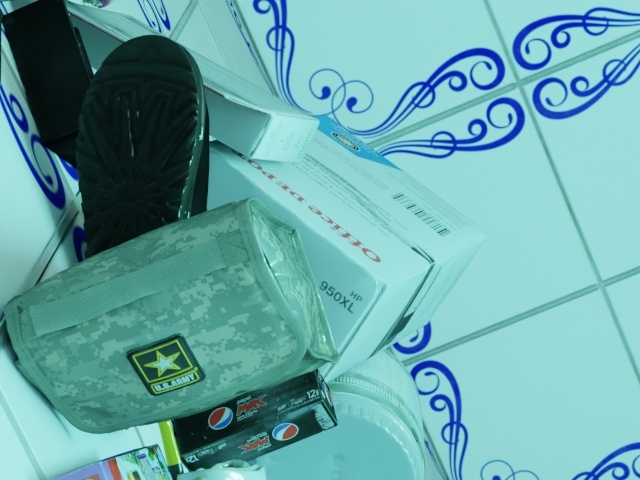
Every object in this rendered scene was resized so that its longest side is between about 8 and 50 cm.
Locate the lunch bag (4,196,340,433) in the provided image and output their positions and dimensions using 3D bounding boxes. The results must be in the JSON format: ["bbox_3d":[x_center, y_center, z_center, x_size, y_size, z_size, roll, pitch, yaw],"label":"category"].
[{"bbox_3d":[-0.129,0.070,1.602,0.287,0.235,0.169,37,35,-76],"label":"lunch bag"}]

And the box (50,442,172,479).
[{"bbox_3d":[-0.134,0.324,1.517,0.201,0.057,0.293,19,50,-81],"label":"box"}]

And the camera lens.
[{"bbox_3d":[0.019,0.252,2.202,0.274,0.219,0.219,-87,153,-74],"label":"camera lens"}]

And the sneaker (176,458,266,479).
[{"bbox_3d":[-0.063,0.304,1.774,0.292,0.108,0.169,49,36,-66],"label":"sneaker"}]

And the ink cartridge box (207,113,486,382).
[{"bbox_3d":[0.000,0.000,2.219,0.285,0.166,0.395,37,20,13],"label":"ink cartridge box"}]

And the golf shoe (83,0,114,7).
[{"bbox_3d":[-0.253,-0.356,2.089,0.115,0.140,0.306,66,-11,-25],"label":"golf shoe"}]

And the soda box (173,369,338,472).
[{"bbox_3d":[-0.070,0.195,1.924,0.053,0.168,0.060,62,9,-45],"label":"soda box"}]

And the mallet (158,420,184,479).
[{"bbox_3d":[-0.156,0.218,1.780,0.039,0.062,0.190,167,-84,-69],"label":"mallet"}]

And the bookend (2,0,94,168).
[{"bbox_3d":[-0.267,-0.166,1.955,0.157,0.072,0.156,47,22,-72],"label":"bookend"}]

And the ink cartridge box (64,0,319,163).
[{"bbox_3d":[-0.179,-0.188,2.048,0.296,0.066,0.261,30,10,21],"label":"ink cartridge box"}]

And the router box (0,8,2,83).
[{"bbox_3d":[-0.353,-0.237,1.641,0.133,0.046,0.179,-103,168,-51],"label":"router box"}]

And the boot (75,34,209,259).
[{"bbox_3d":[-0.157,-0.029,1.898,0.260,0.131,0.348,13,80,-75],"label":"boot"}]
